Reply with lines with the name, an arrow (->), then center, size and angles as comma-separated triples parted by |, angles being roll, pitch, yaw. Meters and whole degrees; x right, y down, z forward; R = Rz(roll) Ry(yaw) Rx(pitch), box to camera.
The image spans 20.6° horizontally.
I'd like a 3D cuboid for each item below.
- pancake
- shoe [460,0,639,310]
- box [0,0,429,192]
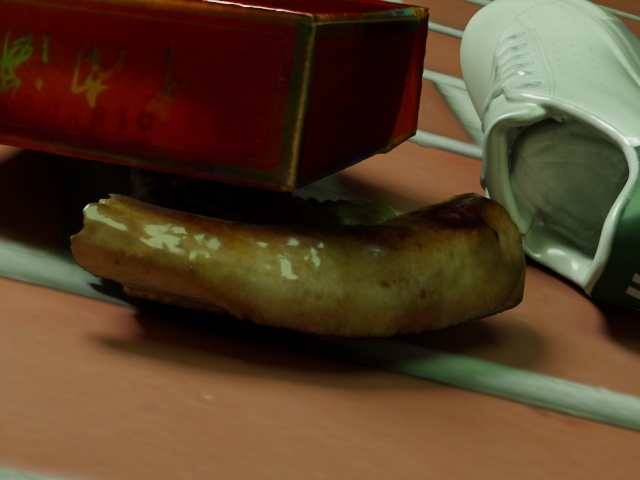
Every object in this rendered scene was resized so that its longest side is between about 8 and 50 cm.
pancake -> 0.000, 0.000, 0.859 | 0.212, 0.056, 0.257 | 15, 17, 1
shoe -> 0.143, -0.060, 1.087 | 0.160, 0.131, 0.363 | 3, 27, -28
box -> -0.065, -0.095, 0.945 | 0.197, 0.089, 0.313 | 9, 10, 12
